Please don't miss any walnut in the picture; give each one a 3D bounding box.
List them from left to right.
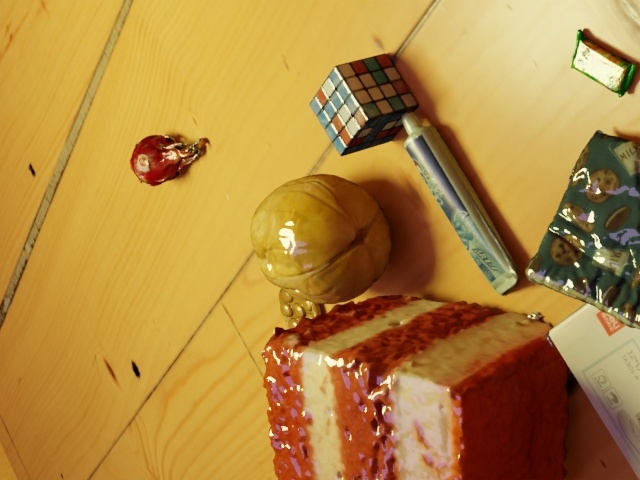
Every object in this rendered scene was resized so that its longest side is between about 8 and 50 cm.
[{"bbox_3d":[0.000,0.000,1.644,0.226,0.193,0.193,-19,91,66],"label":"walnut"}]

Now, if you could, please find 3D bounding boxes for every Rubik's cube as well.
[{"bbox_3d":[0.058,-0.183,1.544,0.092,0.092,0.092,60,145,15],"label":"Rubik's cube"}]

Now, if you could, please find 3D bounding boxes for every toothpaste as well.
[{"bbox_3d":[0.178,-0.052,1.486,0.069,0.047,0.268,-39,77,41],"label":"toothpaste"}]

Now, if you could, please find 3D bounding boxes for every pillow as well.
[{"bbox_3d":[0.352,0.003,1.206,0.256,0.034,0.188,29,96,41],"label":"pillow"}]

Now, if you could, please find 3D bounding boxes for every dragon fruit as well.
[{"bbox_3d":[-0.275,-0.152,2.033,0.190,0.094,0.094,-17,92,51],"label":"dragon fruit"}]

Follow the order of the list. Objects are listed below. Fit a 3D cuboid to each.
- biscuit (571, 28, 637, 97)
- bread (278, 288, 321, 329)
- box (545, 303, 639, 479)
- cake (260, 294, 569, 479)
[{"bbox_3d":[0.308,-0.192,1.258,0.089,0.016,0.046,41,136,36],"label":"biscuit"},{"bbox_3d":[-0.033,0.114,1.874,0.110,0.024,0.110,27,125,46],"label":"bread"},{"bbox_3d":[0.378,0.174,1.282,0.269,0.079,0.135,60,144,15],"label":"box"},{"bbox_3d":[0.126,0.233,1.458,0.320,0.269,0.270,7,107,41],"label":"cake"}]
